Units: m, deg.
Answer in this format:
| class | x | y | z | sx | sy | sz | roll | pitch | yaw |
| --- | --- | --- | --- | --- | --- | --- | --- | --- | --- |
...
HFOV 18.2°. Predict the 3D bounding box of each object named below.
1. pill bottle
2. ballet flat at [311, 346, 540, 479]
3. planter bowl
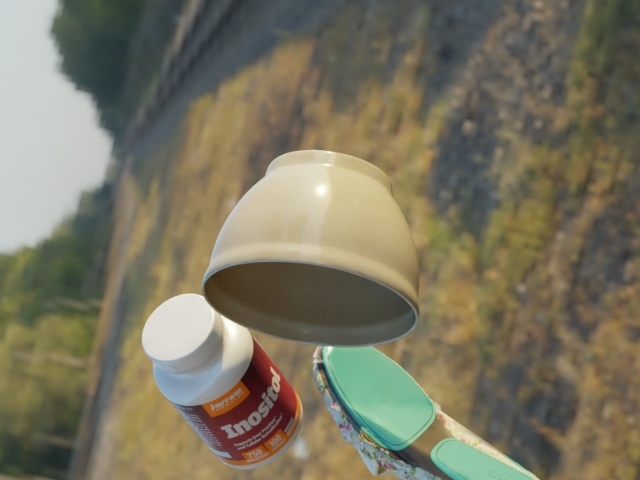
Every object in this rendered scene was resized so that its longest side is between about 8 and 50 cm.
| class | x | y | z | sx | sy | sz | roll | pitch | yaw |
| --- | --- | --- | --- | --- | --- | --- | --- | --- | --- |
| pill bottle | -0.081 | 0.112 | 1.602 | 0.152 | 0.086 | 0.086 | 55 | -145 | -45 |
| ballet flat | 0.079 | 0.174 | 1.578 | 0.091 | 0.241 | 0.077 | -32 | -27 | -42 |
| planter bowl | 0.000 | 0.000 | 1.486 | 0.162 | 0.162 | 0.109 | 117 | 163 | -66 |
